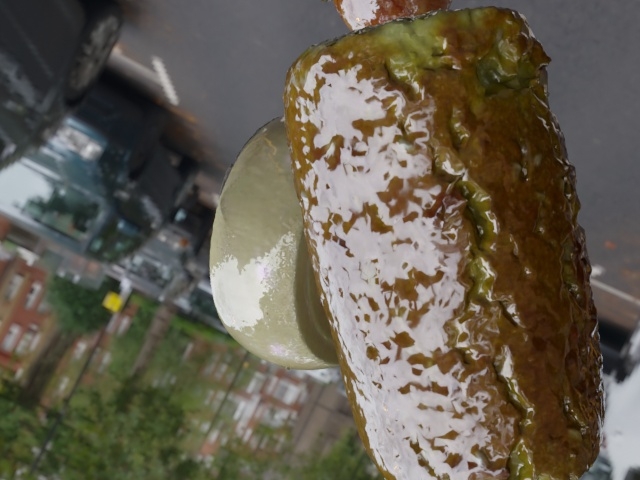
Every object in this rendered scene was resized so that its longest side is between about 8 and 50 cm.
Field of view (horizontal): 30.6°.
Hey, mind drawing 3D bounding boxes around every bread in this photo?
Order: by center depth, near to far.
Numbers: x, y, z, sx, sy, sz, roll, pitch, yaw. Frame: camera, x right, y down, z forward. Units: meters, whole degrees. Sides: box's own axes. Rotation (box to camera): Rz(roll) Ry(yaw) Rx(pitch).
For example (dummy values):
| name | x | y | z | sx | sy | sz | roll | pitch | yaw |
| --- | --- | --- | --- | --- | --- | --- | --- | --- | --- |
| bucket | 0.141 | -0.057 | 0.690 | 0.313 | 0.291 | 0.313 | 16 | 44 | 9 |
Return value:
| name | x | y | z | sx | sy | sz | roll | pitch | yaw |
| --- | --- | --- | --- | --- | --- | --- | --- | --- | --- |
| bread | 0.047 | 0.001 | 0.452 | 0.103 | 0.172 | 0.132 | -12 | -175 | -3 |

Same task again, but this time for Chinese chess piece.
| name | x | y | z | sx | sy | sz | roll | pitch | yaw |
| --- | --- | --- | --- | --- | --- | --- | --- | --- | --- |
| Chinese chess piece | 0.000 | 0.000 | 1.108 | 0.097 | 0.250 | 0.251 | 13 | 169 | 31 |

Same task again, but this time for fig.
| name | x | y | z | sx | sy | sz | roll | pitch | yaw |
| --- | --- | --- | --- | --- | --- | --- | --- | --- | --- |
| fig | 0.095 | -0.376 | 1.718 | 0.205 | 0.205 | 0.205 | 26 | 175 | 3 |

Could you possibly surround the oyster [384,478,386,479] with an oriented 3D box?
| name | x | y | z | sx | sy | sz | roll | pitch | yaw |
| --- | --- | --- | --- | --- | --- | --- | --- | --- | --- |
| oyster | 0.119 | 0.226 | 0.980 | 0.166 | 0.110 | 0.341 | -14 | 147 | -4 |
